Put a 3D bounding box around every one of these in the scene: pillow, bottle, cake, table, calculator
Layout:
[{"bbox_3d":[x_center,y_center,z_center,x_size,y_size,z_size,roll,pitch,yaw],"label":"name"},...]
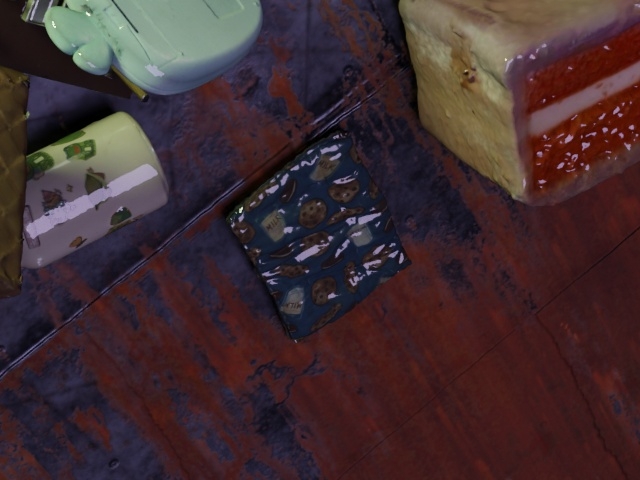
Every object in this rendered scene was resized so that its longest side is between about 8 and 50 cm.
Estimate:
[{"bbox_3d":[0.001,-0.002,2.267,0.189,0.034,0.255,-35,132,-9],"label":"pillow"},{"bbox_3d":[-0.297,-0.037,1.995,0.253,0.120,0.120,-27,130,-14],"label":"bottle"},{"bbox_3d":[0.281,-0.217,2.180,0.309,0.230,0.237,-24,131,-19],"label":"cake"},{"bbox_3d":[-0.266,-0.216,1.901,0.240,0.111,0.121,11,111,-38],"label":"table"},{"bbox_3d":[-0.165,-0.237,1.884,0.042,0.184,0.295,-41,175,39],"label":"calculator"}]

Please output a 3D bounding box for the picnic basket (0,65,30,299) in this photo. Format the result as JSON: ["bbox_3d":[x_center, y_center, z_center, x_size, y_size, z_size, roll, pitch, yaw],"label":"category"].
[{"bbox_3d":[-0.451,-0.039,1.803,0.321,0.291,0.254,-20,150,39],"label":"picnic basket"}]
